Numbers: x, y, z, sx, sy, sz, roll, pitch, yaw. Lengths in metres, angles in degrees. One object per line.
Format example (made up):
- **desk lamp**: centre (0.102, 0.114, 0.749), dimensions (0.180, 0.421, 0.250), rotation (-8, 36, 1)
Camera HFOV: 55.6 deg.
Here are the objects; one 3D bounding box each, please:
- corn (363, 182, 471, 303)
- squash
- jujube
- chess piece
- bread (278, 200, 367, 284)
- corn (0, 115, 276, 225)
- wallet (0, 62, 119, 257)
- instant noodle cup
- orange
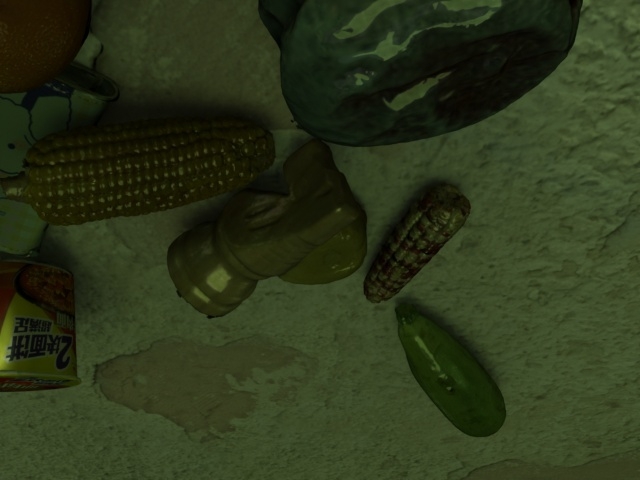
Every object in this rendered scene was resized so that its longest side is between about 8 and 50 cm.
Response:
- **corn**: centre (0.135, 0.011, 0.904), dimensions (0.079, 0.080, 0.237), rotation (17, 135, -16)
- **squash**: centre (0.235, 0.245, 1.099), dimensions (0.118, 0.118, 0.371), rotation (-24, 127, 21)
- **jujube**: centre (0.098, -0.225, 0.573), dimensions (0.307, 0.216, 0.246), rotation (-16, 153, 5)
- **chess piece**: centre (-0.074, -0.011, 0.820), dimensions (0.137, 0.137, 0.300), rotation (36, 130, -29)
- **bread**: centre (0.007, 0.005, 0.889), dimensions (0.125, 0.086, 0.156), rotation (21, 133, -28)
- **corn**: centre (-0.213, -0.090, 0.738), dimensions (0.321, 0.119, 0.119), rotation (-13, 137, -20)
- **wallet**: centre (-0.420, -0.118, 0.773), dimensions (0.223, 0.077, 0.309), rotation (23, 128, -25)
- **instant noodle cup**: centre (-0.463, 0.130, 0.908), dimensions (0.213, 0.174, 0.213), rotation (-3, 161, -1)
- **orange**: centre (-0.318, -0.241, 0.577), dimensions (0.205, 0.206, 0.206), rotation (0, 134, 0)
